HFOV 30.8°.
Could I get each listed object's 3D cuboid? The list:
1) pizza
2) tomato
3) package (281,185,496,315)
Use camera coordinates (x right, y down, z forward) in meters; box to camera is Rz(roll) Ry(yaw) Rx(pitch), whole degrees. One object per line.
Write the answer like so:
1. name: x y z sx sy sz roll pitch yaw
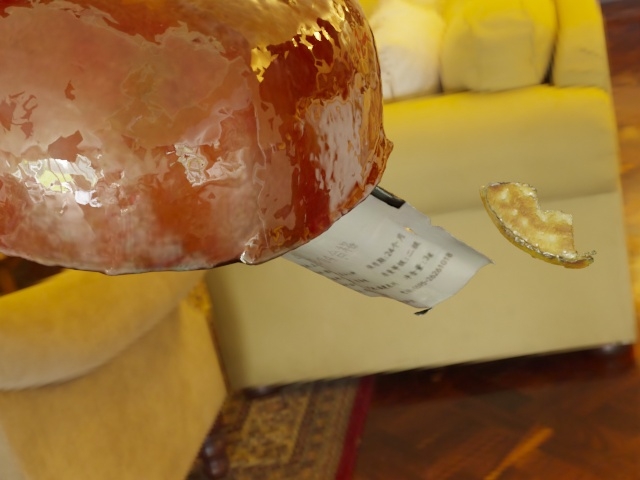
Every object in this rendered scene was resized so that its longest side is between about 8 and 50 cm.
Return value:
1. pizza: 0.131 -0.010 0.709 0.037 0.083 0.016 -50 -15 -8
2. tomato: -0.073 -0.077 0.421 0.225 0.085 0.225 10 28 -5
3. package: 0.000 0.000 0.996 0.251 0.204 0.062 -21 44 62
